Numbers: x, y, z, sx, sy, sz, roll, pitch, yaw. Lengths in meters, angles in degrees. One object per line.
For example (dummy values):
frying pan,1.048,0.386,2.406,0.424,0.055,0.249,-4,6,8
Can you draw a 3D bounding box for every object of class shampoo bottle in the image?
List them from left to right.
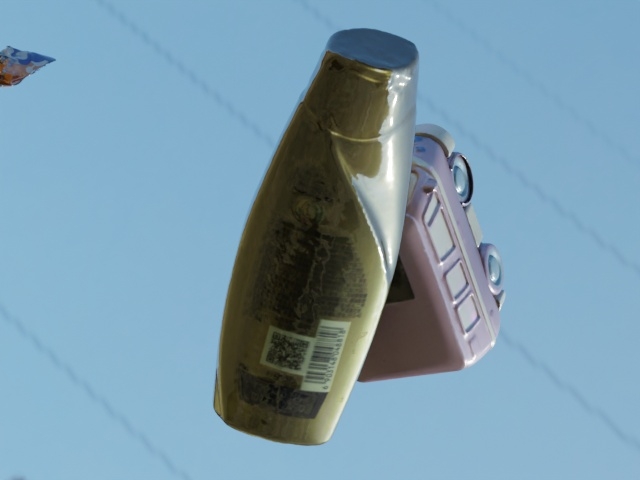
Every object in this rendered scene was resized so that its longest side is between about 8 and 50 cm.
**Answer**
shampoo bottle,0.000,0.000,1.539,0.126,0.084,0.350,14,-60,-1

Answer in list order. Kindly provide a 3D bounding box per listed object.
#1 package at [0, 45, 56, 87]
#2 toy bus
package,-0.317,-0.168,1.946,0.077,0.111,0.033,24,-55,22
toy bus,0.070,0.012,1.719,0.142,0.142,0.202,-9,-64,28
